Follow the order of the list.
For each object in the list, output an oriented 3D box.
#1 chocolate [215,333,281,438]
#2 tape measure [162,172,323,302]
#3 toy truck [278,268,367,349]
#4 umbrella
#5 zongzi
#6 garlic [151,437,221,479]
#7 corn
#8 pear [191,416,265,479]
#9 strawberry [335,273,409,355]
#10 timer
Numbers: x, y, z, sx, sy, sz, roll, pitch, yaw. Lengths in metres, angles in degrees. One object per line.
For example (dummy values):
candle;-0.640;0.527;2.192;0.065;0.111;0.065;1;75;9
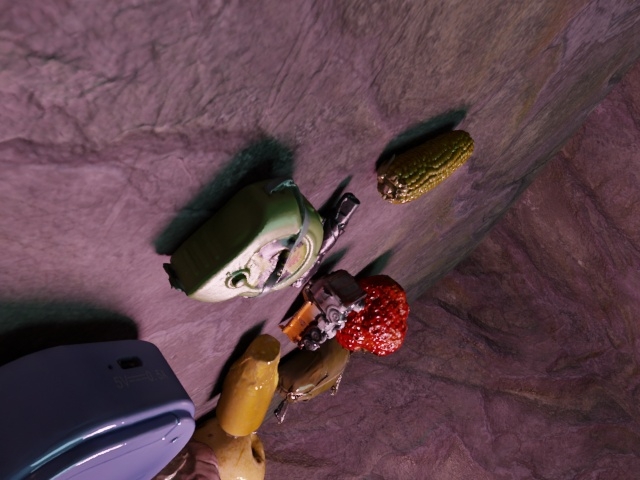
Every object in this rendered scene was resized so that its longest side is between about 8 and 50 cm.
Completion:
chocolate;-0.192;0.396;1.240;0.162;0.162;0.445;-26;152;-38
tape measure;-0.084;0.001;0.607;0.200;0.106;0.175;-46;147;8
toy truck;0.003;0.184;1.155;0.114;0.135;0.270;-26;160;-44
umbrella;0.000;0.000;0.843;0.235;0.059;0.066;-55;179;31
zongzi;-0.019;0.439;1.660;0.447;0.181;0.418;5;116;-61
garlic;-0.417;0.674;1.200;0.317;0.317;0.259;-21;141;-46
corn;0.211;-0.150;0.866;0.260;0.091;0.091;-32;162;-30
pear;-0.345;0.762;1.504;0.309;0.309;0.309;-36;161;-15
strawberry;0.175;0.234;1.447;0.257;0.257;0.276;-19;138;-48
timer;-0.356;0.290;0.608;0.395;0.173;0.395;-36;159;-16
